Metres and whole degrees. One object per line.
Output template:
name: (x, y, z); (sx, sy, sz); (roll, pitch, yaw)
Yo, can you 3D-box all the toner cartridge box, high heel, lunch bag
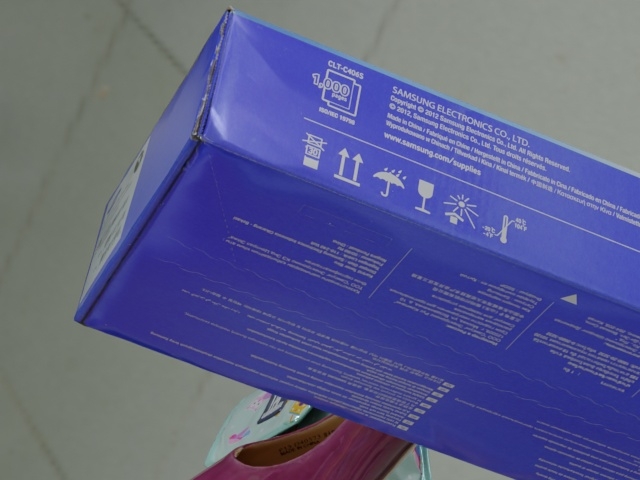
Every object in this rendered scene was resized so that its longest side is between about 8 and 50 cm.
toner cartridge box: (0.081, 0.030, 0.882); (0.165, 0.347, 0.075); (131, 156, -52)
high heel: (0.017, 0.098, 1.411); (0.127, 0.377, 0.181); (-90, -23, -81)
lunch bag: (-0.003, 0.243, 2.076); (0.223, 0.160, 0.262); (-35, 53, 40)
